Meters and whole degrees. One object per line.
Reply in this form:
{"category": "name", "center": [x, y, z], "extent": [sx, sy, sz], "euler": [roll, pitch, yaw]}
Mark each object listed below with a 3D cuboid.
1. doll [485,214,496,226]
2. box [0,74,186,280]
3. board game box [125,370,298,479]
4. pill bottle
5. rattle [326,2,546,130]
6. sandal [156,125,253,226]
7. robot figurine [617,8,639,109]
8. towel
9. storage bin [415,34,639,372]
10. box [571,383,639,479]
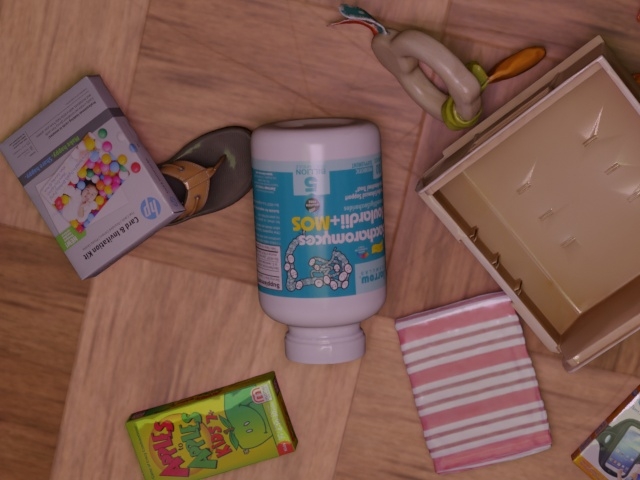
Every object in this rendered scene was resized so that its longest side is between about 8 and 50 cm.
{"category": "doll", "center": [0.245, -0.096, 1.873], "extent": [0.129, 0.046, 0.189], "euler": [44, 103, -5]}
{"category": "box", "center": [-0.260, -0.071, 1.888], "extent": [0.145, 0.038, 0.186], "euler": [-34, 85, 21]}
{"category": "board game box", "center": [-0.127, 0.226, 1.959], "extent": [0.181, 0.043, 0.092], "euler": [-17, 99, 7]}
{"category": "pill bottle", "center": [0.000, 0.000, 1.858], "extent": [0.146, 0.146, 0.264], "euler": [-2, 100, 5]}
{"category": "rattle", "center": [0.126, -0.229, 1.849], "extent": [0.199, 0.130, 0.143], "euler": [42, 90, 23]}
{"category": "sandal", "center": [-0.168, -0.062, 1.902], "extent": [0.219, 0.060, 0.090], "euler": [-17, 99, 7]}
{"category": "robot figurine", "center": [0.475, -0.167, 1.824], "extent": [0.291, 0.085, 0.211], "euler": [16, 102, 1]}
{"category": "towel", "center": [0.177, 0.164, 1.925], "extent": [0.144, 0.029, 0.197], "euler": [-15, 96, 7]}
{"category": "storage bin", "center": [0.277, -0.035, 1.785], "extent": [0.260, 0.123, 0.262], "euler": [-37, 101, 21]}
{"category": "box", "center": [0.366, 0.231, 1.933], "extent": [0.081, 0.028, 0.136], "euler": [41, 102, -3]}
